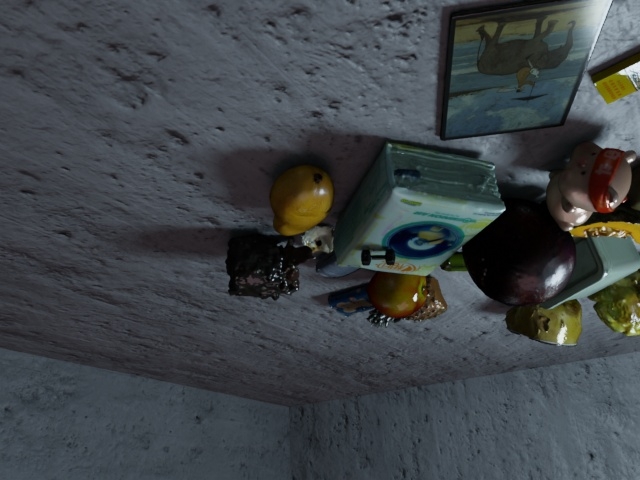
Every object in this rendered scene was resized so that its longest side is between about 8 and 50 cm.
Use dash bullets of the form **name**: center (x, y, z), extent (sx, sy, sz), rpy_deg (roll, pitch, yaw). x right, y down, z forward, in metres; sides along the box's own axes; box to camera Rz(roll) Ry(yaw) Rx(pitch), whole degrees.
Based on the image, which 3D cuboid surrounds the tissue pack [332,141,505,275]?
- **tissue pack**: center (0.222, -0.058, 1.353), extent (0.287, 0.162, 0.388), rpy_deg (8, 152, -14)

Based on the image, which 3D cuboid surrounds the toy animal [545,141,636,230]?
- **toy animal**: center (0.602, -0.124, 1.233), extent (0.171, 0.172, 0.198), rpy_deg (4, 160, -13)

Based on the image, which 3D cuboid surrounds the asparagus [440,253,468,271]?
- **asparagus**: center (0.520, 0.071, 1.759), extent (0.277, 0.060, 0.067), rpy_deg (3, 134, -10)

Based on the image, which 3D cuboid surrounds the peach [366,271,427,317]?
- **peach**: center (0.245, 0.160, 1.774), extent (0.197, 0.198, 0.197), rpy_deg (-2, 154, -1)

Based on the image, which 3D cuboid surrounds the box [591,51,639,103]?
- **box**: center (0.598, -0.316, 1.019), extent (0.155, 0.023, 0.086), rpy_deg (-25, 143, 37)

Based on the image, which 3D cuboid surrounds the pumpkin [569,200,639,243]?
- **pumpkin**: center (0.798, -0.061, 1.414), extent (0.278, 0.111, 0.163), rpy_deg (8, 170, 5)

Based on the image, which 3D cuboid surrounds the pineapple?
- **pineapple**: center (0.296, 0.235, 1.918), extent (0.278, 0.158, 0.157), rpy_deg (-28, 146, 20)

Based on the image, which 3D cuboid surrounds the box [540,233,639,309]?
- **box**: center (0.819, 0.084, 1.701), extent (0.182, 0.176, 0.312), rpy_deg (-3, 155, -18)

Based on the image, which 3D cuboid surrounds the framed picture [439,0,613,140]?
- **framed picture**: center (0.363, -0.306, 1.026), extent (0.264, 0.016, 0.347), rpy_deg (-6, 154, 6)

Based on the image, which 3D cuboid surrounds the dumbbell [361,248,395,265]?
- **dumbbell**: center (0.140, 0.041, 1.331), extent (0.083, 0.036, 0.040), rpy_deg (-1, 150, 8)

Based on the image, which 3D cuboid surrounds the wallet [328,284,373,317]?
- **wallet**: center (0.144, 0.219, 2.021), extent (0.202, 0.059, 0.141), rpy_deg (-20, 142, 28)

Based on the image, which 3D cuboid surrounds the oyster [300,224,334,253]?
- **oyster**: center (0.000, 0.000, 1.577), extent (0.121, 0.045, 0.146), rpy_deg (-20, 141, 38)

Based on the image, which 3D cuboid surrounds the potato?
- **potato**: center (0.856, 0.277, 2.085), extent (0.246, 0.196, 0.299), rpy_deg (9, 180, -17)

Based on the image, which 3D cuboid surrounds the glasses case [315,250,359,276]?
- **glasses case**: center (0.090, 0.049, 1.661), extent (0.109, 0.067, 0.282), rpy_deg (17, 146, -30)

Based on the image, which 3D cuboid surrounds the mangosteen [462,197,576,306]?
- **mangosteen**: center (0.521, 0.029, 1.420), extent (0.293, 0.297, 0.297), rpy_deg (0, 155, -28)

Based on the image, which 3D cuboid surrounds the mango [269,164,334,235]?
- **mango**: center (-0.050, -0.096, 1.314), extent (0.157, 0.109, 0.262), rpy_deg (-4, 160, -19)

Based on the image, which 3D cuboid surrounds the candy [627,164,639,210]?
- **candy**: center (0.863, -0.120, 1.352), extent (0.233, 0.104, 0.102), rpy_deg (7, 157, -18)

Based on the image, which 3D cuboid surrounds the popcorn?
- **popcorn**: center (1.042, 0.177, 1.810), extent (0.281, 0.282, 0.247), rpy_deg (-9, 151, 13)

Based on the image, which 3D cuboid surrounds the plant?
- **plant**: center (-0.156, 0.071, 1.567), extent (0.233, 0.178, 0.204), rpy_deg (-5, 144, -17)
